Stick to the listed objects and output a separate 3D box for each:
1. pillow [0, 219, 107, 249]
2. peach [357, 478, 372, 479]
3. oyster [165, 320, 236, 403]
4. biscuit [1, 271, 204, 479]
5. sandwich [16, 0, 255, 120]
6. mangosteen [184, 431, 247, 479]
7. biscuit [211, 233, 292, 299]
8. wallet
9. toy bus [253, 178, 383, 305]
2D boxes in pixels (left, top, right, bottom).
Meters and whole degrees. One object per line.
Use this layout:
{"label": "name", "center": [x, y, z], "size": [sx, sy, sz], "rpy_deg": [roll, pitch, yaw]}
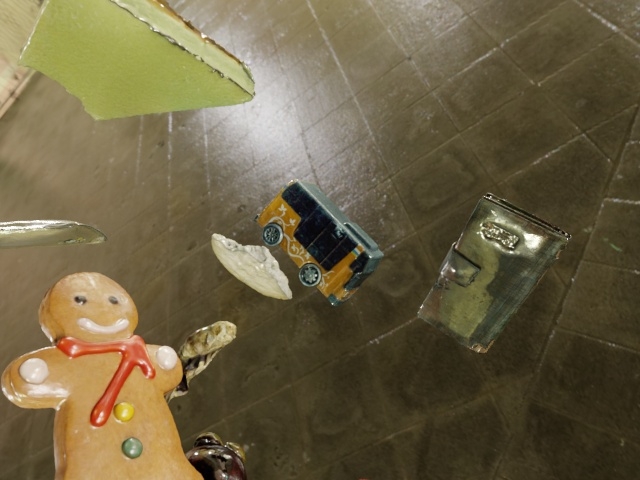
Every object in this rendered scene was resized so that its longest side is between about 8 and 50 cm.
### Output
{"label": "pillow", "center": [-0.423, -0.006, 0.692], "size": [0.217, 0.130, 0.033], "rpy_deg": [-3, 79, -8]}
{"label": "peach", "center": [0.159, 0.891, 1.636], "size": [0.197, 0.197, 0.197], "rpy_deg": [-22, 48, 27]}
{"label": "oyster", "center": [-0.375, 0.357, 1.451], "size": [0.166, 0.094, 0.294], "rpy_deg": [-3, 45, 50]}
{"label": "biscuit", "center": [-0.244, 0.166, 0.564], "size": [0.049, 0.205, 0.324], "rpy_deg": [-45, 53, 26]}
{"label": "sandwich", "center": [-0.239, -0.219, 0.638], "size": [0.212, 0.245, 0.063], "rpy_deg": [-25, 48, 43]}
{"label": "mangosteen", "center": [-0.268, 0.594, 1.208], "size": [0.209, 0.210, 0.210], "rpy_deg": [-22, 48, 27]}
{"label": "biscuit", "center": [-0.177, 0.070, 1.287], "size": [0.040, 0.265, 0.188], "rpy_deg": [-58, 7, -35]}
{"label": "wallet", "center": [0.315, 0.075, 0.947], "size": [0.169, 0.317, 0.044], "rpy_deg": [31, 38, 14]}
{"label": "toy bus", "center": [0.000, 0.000, 1.329], "size": [0.323, 0.162, 0.194], "rpy_deg": [46, 105, 13]}
